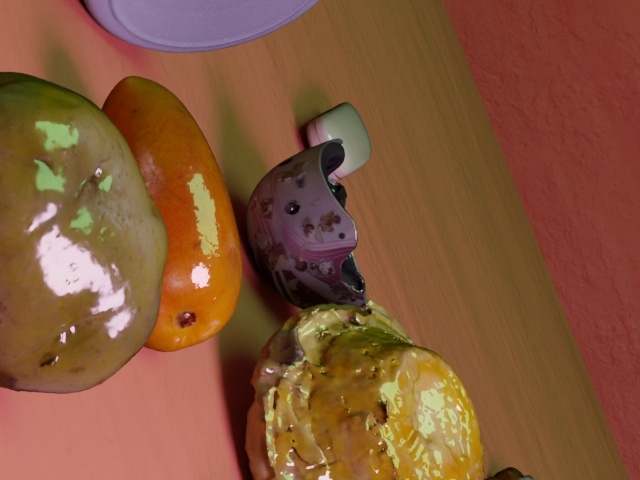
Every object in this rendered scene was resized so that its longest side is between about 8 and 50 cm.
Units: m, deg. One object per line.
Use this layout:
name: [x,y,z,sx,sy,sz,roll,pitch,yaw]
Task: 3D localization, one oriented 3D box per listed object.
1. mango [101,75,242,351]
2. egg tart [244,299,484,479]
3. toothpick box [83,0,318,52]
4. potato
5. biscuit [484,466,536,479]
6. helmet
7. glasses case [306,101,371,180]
mango: [-0.117,-0.026,1.390,0.141,0.102,0.217,45,28,-72]
egg tart: [0.057,0.178,1.552,0.295,0.116,0.295,28,52,-43]
toothpick box: [-0.119,-0.368,1.619,0.263,0.263,0.355,42,27,-60]
potato: [-0.172,-0.008,1.078,0.154,0.137,0.200,-92,157,-53]
biscuit: [0.308,0.488,2.280,0.432,0.064,0.283,69,14,6]
helmet: [-0.016,-0.002,1.741,0.153,0.107,0.177,-102,-178,-47]
glasses case: [0.023,-0.119,2.167,0.081,0.051,0.204,66,14,-3]
